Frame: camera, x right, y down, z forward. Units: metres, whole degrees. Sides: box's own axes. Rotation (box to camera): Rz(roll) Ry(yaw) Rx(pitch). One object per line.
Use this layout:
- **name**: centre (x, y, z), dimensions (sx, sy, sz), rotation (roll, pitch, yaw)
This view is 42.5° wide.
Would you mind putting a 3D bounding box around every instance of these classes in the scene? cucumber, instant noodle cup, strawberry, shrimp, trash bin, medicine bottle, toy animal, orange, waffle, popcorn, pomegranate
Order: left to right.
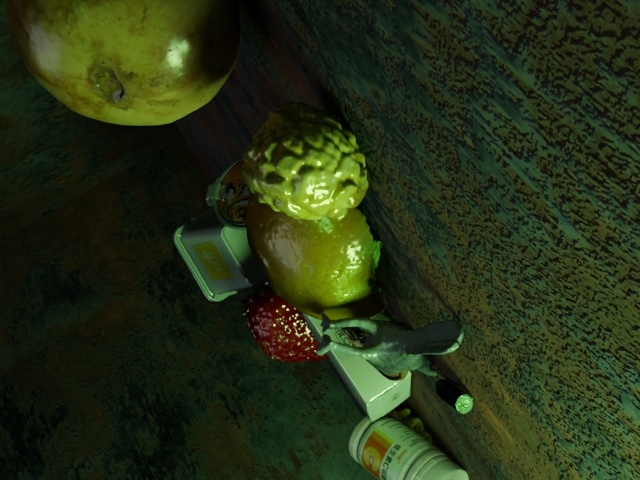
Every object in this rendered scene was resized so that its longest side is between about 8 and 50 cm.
- **pomegranate**: centre (-0.277, -0.339, 1.216), dimensions (0.338, 0.338, 0.338), rotation (57, 172, 13)
- **trash bin**: centre (-0.202, 0.003, 2.266), dimensions (0.256, 0.296, 0.367), rotation (62, 158, -9)
- **instant noodle cup**: centre (-0.117, -0.079, 1.711), dimensions (0.208, 0.178, 0.125), rotation (16, 164, 31)
- **strawberry**: centre (-0.046, 0.188, 2.013), dimensions (0.277, 0.257, 0.257), rotation (43, 174, -9)
- **popcorn**: centre (-0.020, -0.097, 1.075), dimensions (0.180, 0.170, 0.180), rotation (42, 147, 36)
- **orange**: centre (-0.007, 0.007, 1.350), dimensions (0.262, 0.196, 0.335), rotation (39, 156, 28)
- **shrimp**: centre (0.074, 0.146, 1.583), dimensions (0.289, 0.075, 0.178), rotation (48, 153, 11)
- **toy animal**: centre (0.095, 0.155, 1.254), dimensions (0.367, 0.205, 0.081), rotation (84, -163, -73)
- **medicine bottle**: centre (0.185, 0.479, 1.767), dimensions (0.249, 0.133, 0.133), rotation (30, 153, 44)
- **waffle**: centre (0.241, 0.505, 1.949), dimensions (0.310, 0.065, 0.283), rotation (63, 170, -2)
- **cucumber**: centre (0.208, 0.246, 1.320), dimensions (0.032, 0.032, 0.133), rotation (60, 173, -8)

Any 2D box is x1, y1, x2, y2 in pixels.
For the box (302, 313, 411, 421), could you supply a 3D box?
- **box**: centre (0.074, 0.228, 1.757), dimensions (0.274, 0.116, 0.203), rotation (55, 173, 22)
